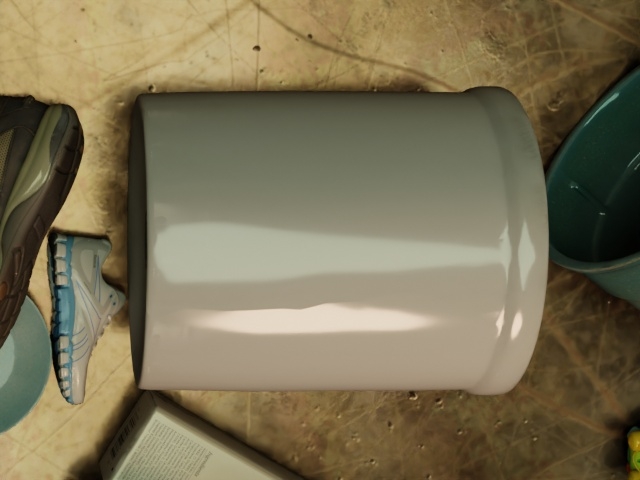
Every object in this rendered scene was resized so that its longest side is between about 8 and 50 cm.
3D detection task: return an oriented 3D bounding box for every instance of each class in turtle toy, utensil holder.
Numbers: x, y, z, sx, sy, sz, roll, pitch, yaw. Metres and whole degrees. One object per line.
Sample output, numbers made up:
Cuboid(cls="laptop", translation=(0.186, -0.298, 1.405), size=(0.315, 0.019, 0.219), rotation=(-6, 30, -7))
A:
Cuboid(cls="turtle toy", translation=(0.412, 0.274, 1.765), size=(0.095, 0.066, 0.130), rotation=(-2, 99, -11))
Cuboid(cls="utensil holder", translation=(0.000, 0.000, 1.503), size=(0.385, 0.327, 0.327), rotation=(0, 98, -10))

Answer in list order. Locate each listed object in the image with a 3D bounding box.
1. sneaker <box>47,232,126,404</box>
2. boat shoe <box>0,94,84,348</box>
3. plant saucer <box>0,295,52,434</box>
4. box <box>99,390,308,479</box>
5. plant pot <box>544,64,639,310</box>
Cuboid(cls="sneaker", translation=(-0.253, 0.086, 1.582), size=(0.083, 0.071, 0.190), rotation=(-2, 100, -20))
Cuboid(cls="boat shoe", translation=(-0.364, 0.006, 1.496), size=(0.130, 0.132, 0.355), rotation=(20, 67, 4))
Cuboid(cls="plant saucer", translation=(-0.390, 0.123, 1.568), size=(0.195, 0.037, 0.195), rotation=(-2, 99, -13))
Cuboid(cls="box", translation=(-0.104, 0.285, 1.630), size=(0.275, 0.094, 0.113), rotation=(34, 90, -16))
Cuboid(cls="plant pot", translation=(0.476, -0.004, 1.624), size=(0.334, 0.341, 0.341), rotation=(42, 87, -23))
